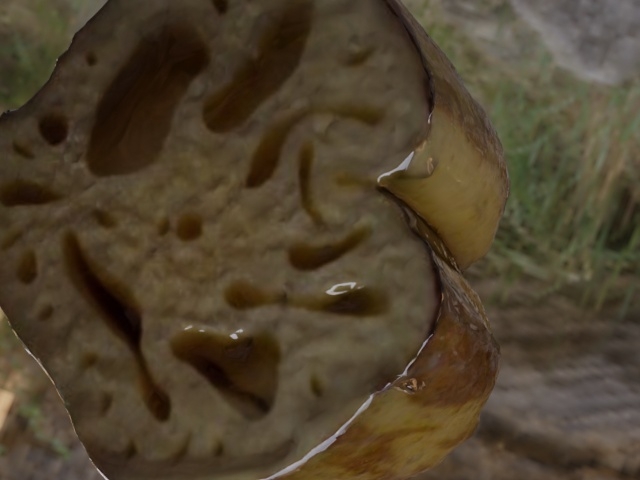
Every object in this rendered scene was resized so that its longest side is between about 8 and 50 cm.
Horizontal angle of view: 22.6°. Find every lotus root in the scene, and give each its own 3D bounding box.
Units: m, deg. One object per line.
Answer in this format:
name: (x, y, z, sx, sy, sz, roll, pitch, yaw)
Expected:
lotus root: (0.000, 0.000, 0.918, 0.316, 0.316, 0.250, 19, 178, 36)
